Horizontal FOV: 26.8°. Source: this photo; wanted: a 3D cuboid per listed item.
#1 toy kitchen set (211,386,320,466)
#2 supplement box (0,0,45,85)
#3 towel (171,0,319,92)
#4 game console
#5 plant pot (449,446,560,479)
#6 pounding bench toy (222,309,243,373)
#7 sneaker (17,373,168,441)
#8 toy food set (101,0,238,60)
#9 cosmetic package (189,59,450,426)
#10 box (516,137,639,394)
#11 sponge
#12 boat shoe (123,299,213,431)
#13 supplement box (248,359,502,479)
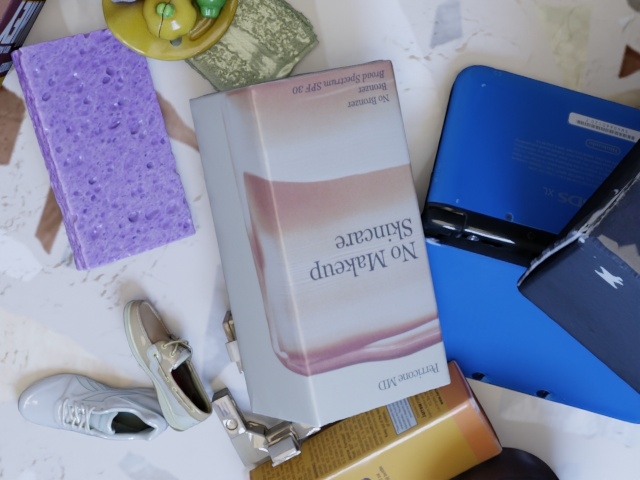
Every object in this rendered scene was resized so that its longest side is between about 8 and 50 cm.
[{"bbox_3d":[-0.052,0.171,1.293,0.083,0.068,0.075,-27,99,4],"label":"toy kitchen set"},{"bbox_3d":[-0.339,-0.255,1.188,0.191,0.129,0.194,30,99,-5],"label":"supplement box"},{"bbox_3d":[-0.086,-0.199,1.249,0.148,0.027,0.110,41,97,-6],"label":"towel"},{"bbox_3d":[0.229,0.007,1.285,0.293,0.173,0.250,16,69,-3],"label":"game console"},{"bbox_3d":[0.180,0.277,1.262,0.167,0.165,0.167,0,101,0],"label":"plant pot"},{"bbox_3d":[-0.053,0.090,1.271,0.065,0.083,0.052,-18,99,4],"label":"pounding bench toy"},{"bbox_3d":[-0.219,0.164,1.297,0.152,0.061,0.054,5,102,1],"label":"sneaker"},{"bbox_3d":[-0.133,-0.272,1.193,0.128,0.071,0.218,7,91,6],"label":"toy food set"},{"bbox_3d":[0.000,0.000,1.200,0.153,0.129,0.296,-16,98,-29],"label":"cosmetic package"},{"bbox_3d":[0.500,-0.001,1.054,0.480,0.297,0.472,41,81,5],"label":"box"},{"bbox_3d":[-0.198,-0.087,1.240,0.117,0.031,0.210,-20,100,-29],"label":"sponge"},{"bbox_3d":[-0.142,0.114,1.285,0.045,0.050,0.135,-22,98,30],"label":"boat shoe"},{"bbox_3d":[0.050,0.211,1.287,0.233,0.080,0.078,-29,119,3],"label":"supplement box"}]
